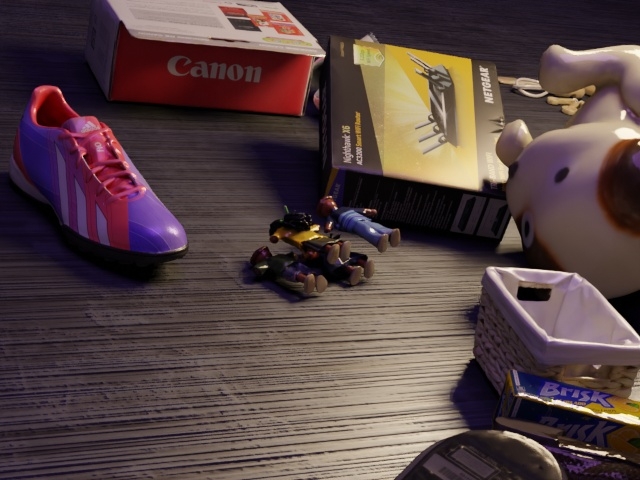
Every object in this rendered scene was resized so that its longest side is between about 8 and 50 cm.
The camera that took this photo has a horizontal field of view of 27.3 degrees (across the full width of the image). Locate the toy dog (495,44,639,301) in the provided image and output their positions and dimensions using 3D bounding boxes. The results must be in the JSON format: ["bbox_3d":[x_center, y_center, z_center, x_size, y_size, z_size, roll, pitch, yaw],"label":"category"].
[{"bbox_3d":[0.380,-0.056,1.581,0.408,0.284,0.395,-22,71,-45],"label":"toy dog"}]

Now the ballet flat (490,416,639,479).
[{"bbox_3d":[0.255,0.208,1.098,0.250,0.058,0.084,15,6,21],"label":"ballet flat"}]

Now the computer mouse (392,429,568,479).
[{"bbox_3d":[0.074,0.230,0.978,0.272,0.072,0.188,-23,41,-36],"label":"computer mouse"}]

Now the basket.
[{"bbox_3d":[0.227,0.108,1.292,0.113,0.103,0.167,5,22,-16],"label":"basket"}]

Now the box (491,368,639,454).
[{"bbox_3d":[0.244,0.171,1.191,0.169,0.059,0.054,14,21,-4],"label":"box"}]

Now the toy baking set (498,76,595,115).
[{"bbox_3d":[0.462,-0.276,2.441,0.256,0.030,0.197,29,28,37],"label":"toy baking set"}]

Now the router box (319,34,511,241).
[{"bbox_3d":[0.123,-0.143,1.761,0.243,0.081,0.308,8,41,-8],"label":"router box"}]

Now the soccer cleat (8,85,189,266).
[{"bbox_3d":[-0.251,-0.072,1.467,0.109,0.116,0.318,-7,28,-38],"label":"soccer cleat"}]

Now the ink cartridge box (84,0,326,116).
[{"bbox_3d":[-0.177,-0.278,1.992,0.310,0.130,0.272,2,25,-21],"label":"ink cartridge box"}]

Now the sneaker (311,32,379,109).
[{"bbox_3d":[0.062,-0.205,2.012,0.131,0.112,0.319,-21,31,2],"label":"sneaker"}]

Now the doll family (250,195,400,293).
[{"bbox_3d":[0.000,0.000,1.490,0.111,0.076,0.193,23,19,37],"label":"doll family"}]
